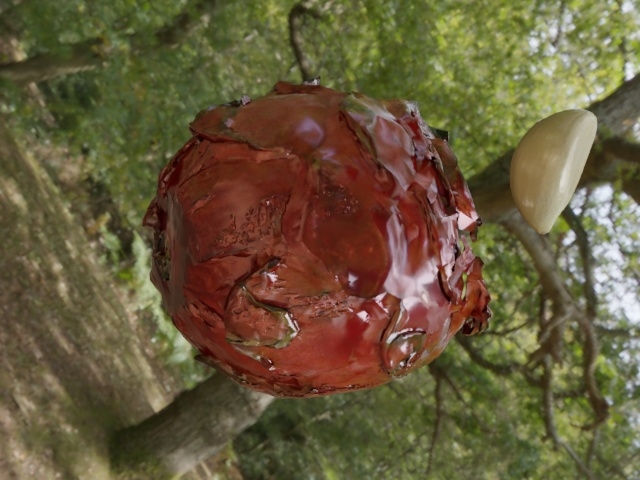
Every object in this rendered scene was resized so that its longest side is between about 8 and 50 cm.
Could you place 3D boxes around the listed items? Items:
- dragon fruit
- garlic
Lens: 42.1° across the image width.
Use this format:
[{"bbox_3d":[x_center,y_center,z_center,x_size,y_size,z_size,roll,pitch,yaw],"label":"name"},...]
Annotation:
[{"bbox_3d":[0.000,0.000,0.755,0.295,0.301,0.296,179,-90,-65],"label":"dragon fruit"},{"bbox_3d":[0.151,-0.050,0.538,0.041,0.083,0.053,27,-3,46],"label":"garlic"}]
